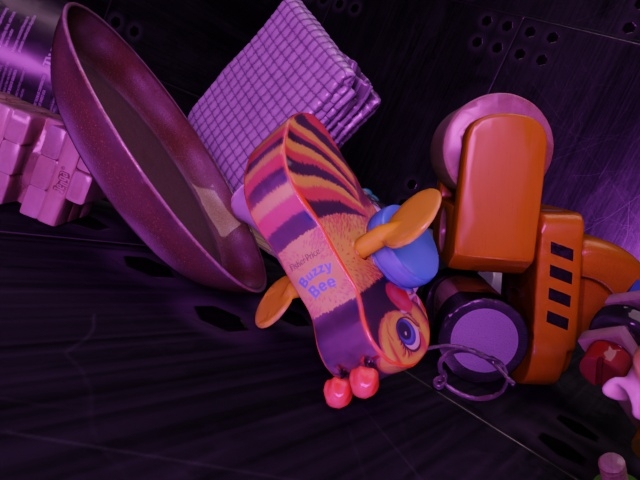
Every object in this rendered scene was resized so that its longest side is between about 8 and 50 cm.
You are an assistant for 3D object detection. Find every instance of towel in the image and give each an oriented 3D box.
[{"bbox_3d":[-0.064,-0.207,0.934,0.121,0.283,0.235,22,29,-50],"label":"towel"}]

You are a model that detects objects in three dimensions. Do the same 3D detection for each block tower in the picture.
[{"bbox_3d":[-0.364,-0.116,0.554,0.336,0.090,0.097,23,8,-4],"label":"block tower"}]

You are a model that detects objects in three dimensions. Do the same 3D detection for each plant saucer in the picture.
[{"bbox_3d":[-0.153,-0.074,0.566,0.310,0.050,0.310,58,5,-9],"label":"plant saucer"}]

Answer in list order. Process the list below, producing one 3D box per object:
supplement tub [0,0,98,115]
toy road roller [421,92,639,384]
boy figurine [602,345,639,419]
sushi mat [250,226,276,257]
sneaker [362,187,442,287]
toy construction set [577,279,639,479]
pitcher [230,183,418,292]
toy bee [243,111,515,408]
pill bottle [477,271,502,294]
[{"bbox_3d":[-0.465,-0.255,0.736,0.338,0.207,0.207,21,9,-21],"label":"supplement tub"},{"bbox_3d":[0.252,0.003,0.690,0.241,0.329,0.202,2,8,4],"label":"toy road roller"},{"bbox_3d":[0.191,0.078,0.211,0.092,0.284,0.177,18,7,-32],"label":"boy figurine"},{"bbox_3d":[-0.078,-0.007,0.872,0.317,0.019,0.151,29,9,31],"label":"sushi mat"},{"bbox_3d":[0.108,-0.014,1.041,0.179,0.123,0.295,27,1,-7],"label":"sneaker"},{"bbox_3d":[0.370,0.141,0.513,0.258,0.237,0.308,-11,32,24],"label":"toy construction set"},{"bbox_3d":[0.000,0.000,0.655,0.207,0.125,0.178,38,-9,-7],"label":"pitcher"},{"bbox_3d":[0.037,0.039,0.457,0.298,0.195,0.162,36,35,8],"label":"toy bee"},{"bbox_3d":[0.376,0.109,1.112,0.170,0.094,0.094,22,9,-14],"label":"pill bottle"}]
